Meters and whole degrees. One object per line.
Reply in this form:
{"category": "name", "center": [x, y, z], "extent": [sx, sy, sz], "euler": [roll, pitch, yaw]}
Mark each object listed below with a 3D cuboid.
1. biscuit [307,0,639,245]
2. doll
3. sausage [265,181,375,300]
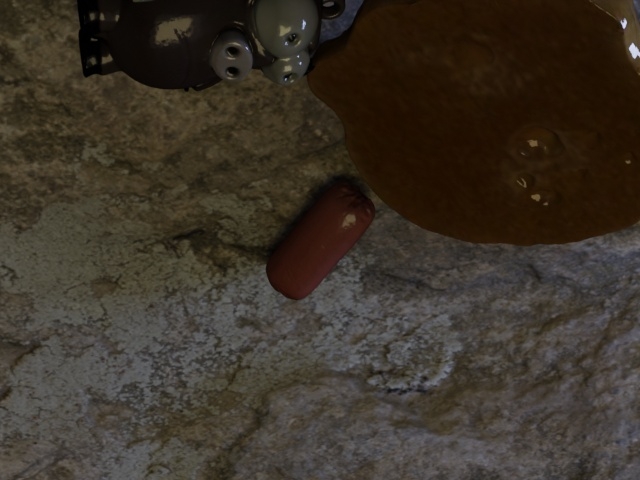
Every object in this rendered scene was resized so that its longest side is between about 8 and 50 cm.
{"category": "biscuit", "center": [0.185, -0.130, 1.988], "extent": [0.385, 0.062, 0.365], "euler": [-9, 135, 36]}
{"category": "doll", "center": [-0.103, -0.214, 1.907], "extent": [0.257, 0.117, 0.182], "euler": [-1, 139, -6]}
{"category": "sausage", "center": [0.000, 0.000, 2.162], "extent": [0.062, 0.062, 0.154], "euler": [23, 126, -27]}
